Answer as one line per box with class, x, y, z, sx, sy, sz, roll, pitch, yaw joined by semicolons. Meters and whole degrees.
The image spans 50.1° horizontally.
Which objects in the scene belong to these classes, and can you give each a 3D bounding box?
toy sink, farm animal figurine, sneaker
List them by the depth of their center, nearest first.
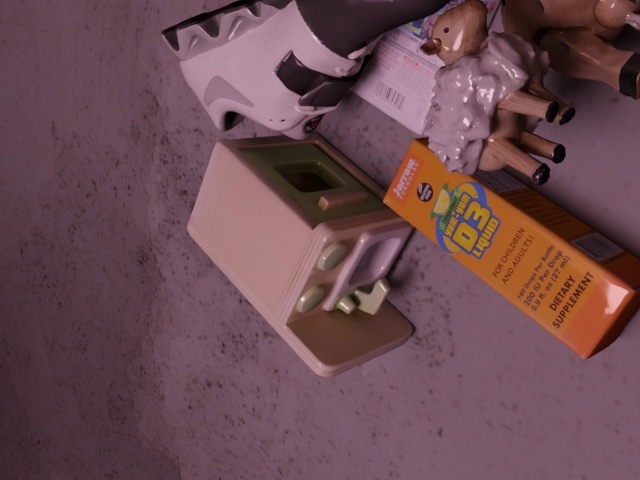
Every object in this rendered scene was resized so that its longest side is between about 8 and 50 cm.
farm animal figurine;0.172;-0.244;0.450;0.172;0.330;0.327;37;156;36
sneaker;-0.003;-0.175;0.652;0.330;0.122;0.146;0;119;44
toy sink;0.000;0.000;0.713;0.234;0.153;0.131;45;127;28

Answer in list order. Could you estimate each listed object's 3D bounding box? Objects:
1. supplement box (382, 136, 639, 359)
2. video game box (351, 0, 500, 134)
supplement box;0.168;-0.004;0.605;0.233;0.080;0.078;41;123;31
video game box;0.068;-0.233;0.664;0.205;0.048;0.187;41;128;29
